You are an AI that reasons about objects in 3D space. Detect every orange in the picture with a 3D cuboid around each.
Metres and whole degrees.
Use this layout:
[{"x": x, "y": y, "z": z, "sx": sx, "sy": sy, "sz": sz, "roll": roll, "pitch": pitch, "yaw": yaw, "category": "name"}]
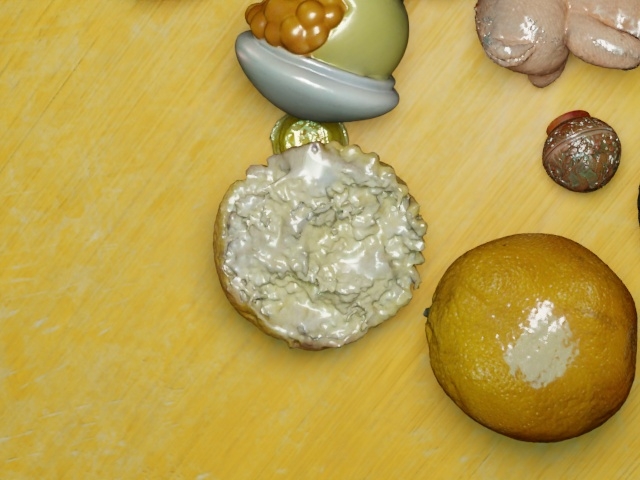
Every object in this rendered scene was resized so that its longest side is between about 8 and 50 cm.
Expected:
[{"x": 0.253, "y": 0.116, "z": 1.530, "sx": 0.264, "sy": 0.264, "sz": 0.264, "roll": 1, "pitch": 96, "yaw": 6, "category": "orange"}]

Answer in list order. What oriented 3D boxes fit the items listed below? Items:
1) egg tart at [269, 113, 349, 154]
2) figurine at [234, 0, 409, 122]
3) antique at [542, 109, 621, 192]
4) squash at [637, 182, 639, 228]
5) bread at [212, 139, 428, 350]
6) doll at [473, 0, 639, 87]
[{"x": -0.015, "y": -0.127, "z": 1.637, "sx": 0.105, "sy": 0.039, "sz": 0.105, "roll": 0, "pitch": 94, "yaw": 6, "category": "egg tart"}, {"x": 0.085, "y": -0.284, "z": 1.513, "sx": 0.382, "sy": 0.224, "sz": 0.205, "roll": -37, "pitch": 97, "yaw": 11, "category": "figurine"}, {"x": 0.325, "y": -0.107, "z": 1.571, "sx": 0.104, "sy": 0.104, "sz": 0.104, "roll": 1, "pitch": 96, "yaw": 6, "category": "antique"}, {"x": 0.477, "y": -0.041, "z": 1.538, "sx": 0.193, "sy": 0.156, "sz": 0.193, "roll": 1, "pitch": 78, "yaw": -5, "category": "squash"}, {"x": 0.000, "y": 0.000, "z": 1.583, "sx": 0.274, "sy": 0.149, "sz": 0.274, "roll": 0, "pitch": 106, "yaw": 0, "category": "bread"}, {"x": 0.334, "y": -0.256, "z": 1.548, "sx": 0.303, "sy": 0.201, "sz": 0.156, "roll": 6, "pitch": 138, "yaw": 0, "category": "doll"}]
